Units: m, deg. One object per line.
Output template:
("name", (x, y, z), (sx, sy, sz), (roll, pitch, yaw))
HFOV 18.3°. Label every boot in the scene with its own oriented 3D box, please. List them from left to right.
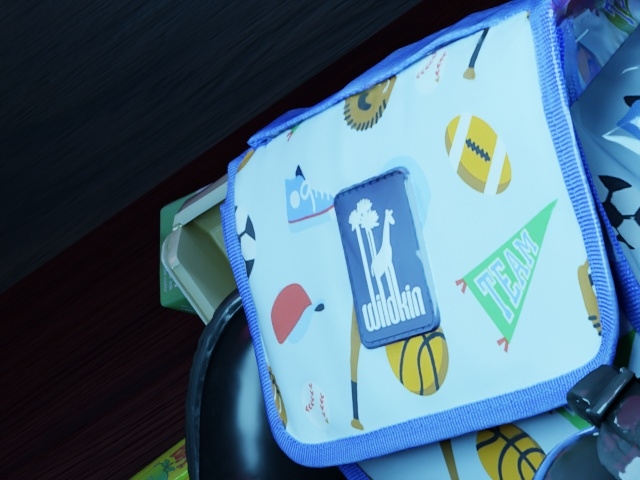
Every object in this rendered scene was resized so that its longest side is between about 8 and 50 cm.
("boot", (-0.009, 0.200, 1.322), (0.131, 0.348, 0.260), (4, 1, -15))

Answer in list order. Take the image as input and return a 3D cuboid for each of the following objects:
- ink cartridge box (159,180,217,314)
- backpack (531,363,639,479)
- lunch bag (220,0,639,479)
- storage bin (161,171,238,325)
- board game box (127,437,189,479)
("ink cartridge box", (0.000, 0.000, 2.000), (0.278, 0.201, 0.117), (-22, 60, 44))
("backpack", (0.183, 0.229, 0.811), (0.263, 0.213, 0.277), (16, 60, 22))
("lunch bag", (0.144, 0.056, 1.112), (0.239, 0.385, 0.328), (-46, 14, -35))
("storage bin", (0.037, 0.023, 1.771), (0.262, 0.260, 0.123), (-32, 11, 18))
("board game box", (-0.116, 0.221, 1.931), (0.181, 0.043, 0.092), (-37, 14, -1))
